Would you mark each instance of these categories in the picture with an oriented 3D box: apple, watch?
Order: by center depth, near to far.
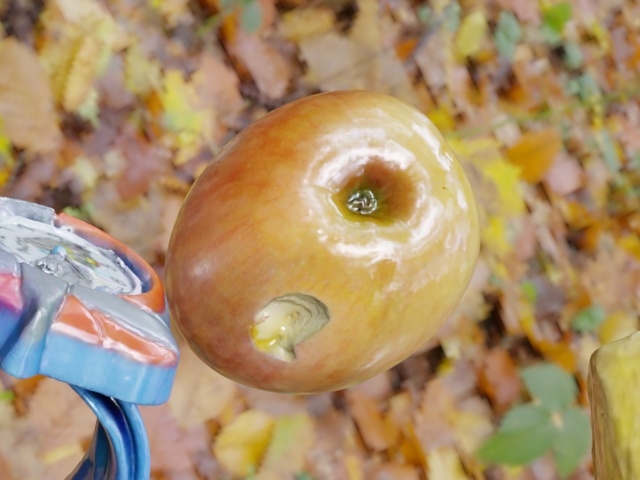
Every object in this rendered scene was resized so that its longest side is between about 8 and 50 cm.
[{"bbox_3d":[-0.267,0.112,1.226,0.305,0.274,0.241,15,16,-16],"label":"watch"},{"bbox_3d":[0.000,0.000,1.403,0.242,0.241,0.242,10,64,-20],"label":"apple"}]

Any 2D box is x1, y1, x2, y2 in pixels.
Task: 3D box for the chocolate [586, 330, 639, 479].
[{"bbox_3d":[0.240,0.268,1.017,0.162,0.162,0.445,31,48,-60],"label":"chocolate"}]
